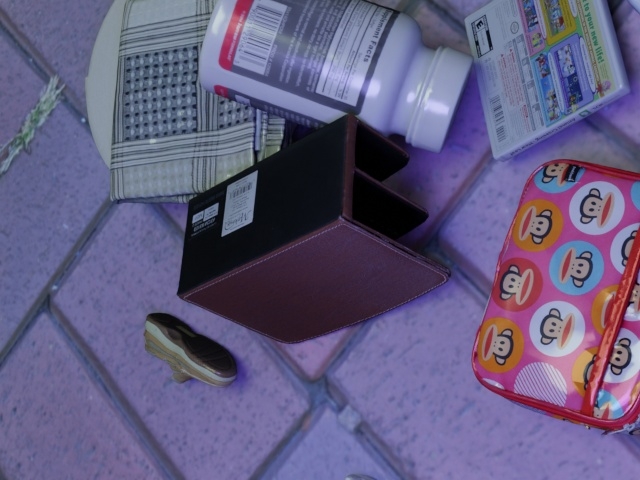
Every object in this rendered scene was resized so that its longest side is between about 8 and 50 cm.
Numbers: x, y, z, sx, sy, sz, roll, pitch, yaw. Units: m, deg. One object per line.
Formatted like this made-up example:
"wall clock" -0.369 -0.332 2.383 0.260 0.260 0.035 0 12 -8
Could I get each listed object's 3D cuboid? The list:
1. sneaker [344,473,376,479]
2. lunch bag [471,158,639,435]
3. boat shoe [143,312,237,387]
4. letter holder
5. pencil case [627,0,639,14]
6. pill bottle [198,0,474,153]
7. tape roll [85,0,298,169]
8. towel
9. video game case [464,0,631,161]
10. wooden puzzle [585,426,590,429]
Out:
"sneaker" 0.078 0.353 1.733 0.158 0.061 0.065 39 110 35
"lunch bag" 0.326 0.069 1.573 0.258 0.120 0.293 16 86 34
"boat shoe" -0.185 0.170 1.965 0.190 0.068 0.072 32 112 46
"letter holder" 0.000 0.000 1.780 0.302 0.214 0.152 -25 49 40
"pencil case" 0.406 -0.288 1.584 0.113 0.124 0.273 -37 62 15
"pill bottle" 0.022 -0.221 1.753 0.318 0.176 0.176 20 93 5
"tape roll" -0.183 -0.248 2.039 0.392 0.072 0.392 -8 77 34
"towel" -0.168 -0.206 1.940 0.324 0.056 0.312 -1 80 35
"video game case" 0.272 -0.228 1.702 0.193 0.023 0.212 -29 56 36
"wooden puzzle" 0.333 0.173 1.610 0.116 0.014 0.078 -50 57 17
